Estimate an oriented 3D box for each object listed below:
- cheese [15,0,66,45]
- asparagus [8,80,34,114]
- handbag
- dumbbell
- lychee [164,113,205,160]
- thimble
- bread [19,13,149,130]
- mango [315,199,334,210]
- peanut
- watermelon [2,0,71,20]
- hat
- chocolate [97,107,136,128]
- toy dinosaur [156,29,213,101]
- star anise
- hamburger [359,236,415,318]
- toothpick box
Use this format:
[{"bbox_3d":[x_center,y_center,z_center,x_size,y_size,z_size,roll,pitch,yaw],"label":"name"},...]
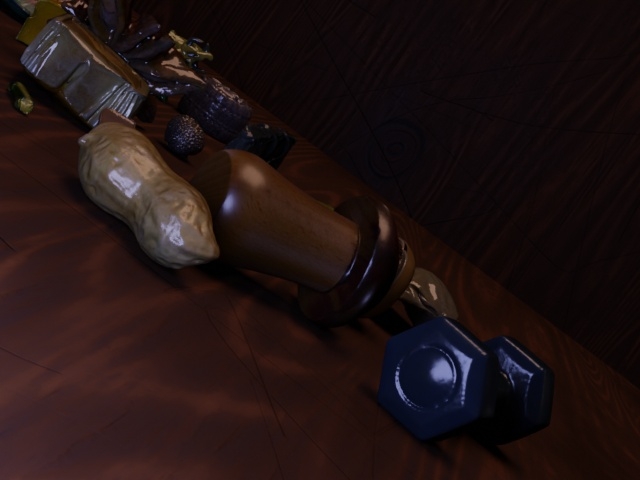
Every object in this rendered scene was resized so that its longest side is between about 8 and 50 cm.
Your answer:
[{"bbox_3d":[-0.475,-0.378,2.191,0.126,0.093,0.171,41,11,24],"label":"cheese"},{"bbox_3d":[-0.419,-0.203,1.697,0.025,0.021,0.108,30,11,-33],"label":"asparagus"},{"bbox_3d":[-0.118,-0.104,1.848,0.089,0.175,0.270,39,11,7],"label":"handbag"},{"bbox_3d":[0.203,0.194,1.631,0.160,0.144,0.325,39,8,27],"label":"dumbbell"},{"bbox_3d":[-0.239,-0.182,2.153,0.068,0.083,0.067,2,20,39],"label":"lychee"},{"bbox_3d":[-0.229,-0.288,2.669,0.150,0.097,0.150,36,9,-7],"label":"thimble"},{"bbox_3d":[-0.364,-0.251,1.889,0.192,0.110,0.210,41,7,-15],"label":"bread"},{"bbox_3d":[0.001,-0.001,2.031,0.119,0.100,0.178,32,18,-47],"label":"mango"},{"bbox_3d":[-0.211,-0.052,1.467,0.117,0.101,0.263,-12,47,-45],"label":"peanut"},{"bbox_3d":[-0.561,-0.465,2.359,0.231,0.128,0.146,7,57,-50],"label":"watermelon"},{"bbox_3d":[0.148,0.052,2.083,0.214,0.149,0.244,26,53,-46],"label":"hat"},{"bbox_3d":[-0.304,-0.150,1.781,0.064,0.031,0.100,28,35,-31],"label":"chocolate"},{"bbox_3d":[-0.369,-0.403,2.615,0.259,0.153,0.094,27,7,-2],"label":"toy dinosaur"},{"bbox_3d":[-0.344,-0.339,2.040,0.350,0.292,0.109,30,44,-8],"label":"star anise"},{"bbox_3d":[0.067,0.041,1.866,0.137,0.175,0.175,40,7,-20],"label":"hamburger"},{"bbox_3d":[-0.033,-0.004,1.639,0.294,0.192,0.192,26,12,-29],"label":"toothpick box"}]
